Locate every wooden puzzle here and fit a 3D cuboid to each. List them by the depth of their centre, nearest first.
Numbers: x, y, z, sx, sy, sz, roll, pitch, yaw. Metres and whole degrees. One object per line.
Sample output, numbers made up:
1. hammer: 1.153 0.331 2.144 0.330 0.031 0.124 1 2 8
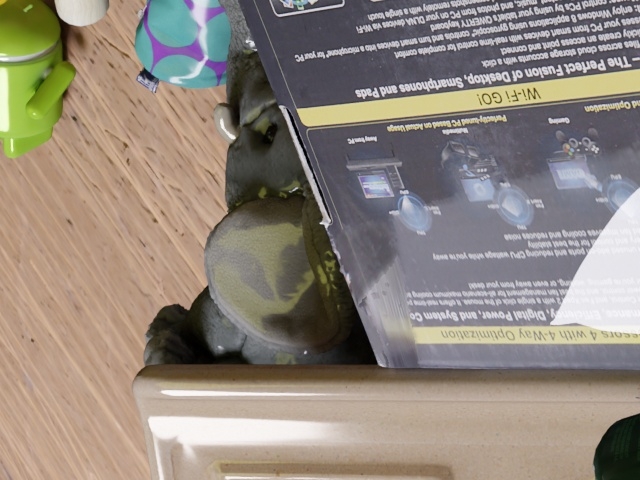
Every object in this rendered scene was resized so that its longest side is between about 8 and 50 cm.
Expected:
1. wooden puzzle: 0.094 0.194 0.889 0.322 0.080 0.348 -1 117 16

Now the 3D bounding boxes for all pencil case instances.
1. pencil case: -0.065 -0.154 1.024 0.070 0.064 0.151 26 134 12

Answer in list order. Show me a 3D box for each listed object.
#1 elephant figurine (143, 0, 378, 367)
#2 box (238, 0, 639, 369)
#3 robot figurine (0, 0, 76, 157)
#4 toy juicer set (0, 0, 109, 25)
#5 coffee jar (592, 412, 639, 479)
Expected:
1. elephant figurine: 0.000 0.000 0.944 0.186 0.169 0.239 17 127 -5
2. box: 0.131 -0.109 0.633 0.395 0.097 0.318 -4 113 46
3. robot figurine: -0.204 -0.114 1.242 0.101 0.067 0.115 29 131 30
4. toy juicer set: -0.218 -0.198 1.026 0.329 0.089 0.209 34 150 45
5. coffee jar: 0.204 0.089 0.709 0.184 0.079 0.096 -23 102 24
